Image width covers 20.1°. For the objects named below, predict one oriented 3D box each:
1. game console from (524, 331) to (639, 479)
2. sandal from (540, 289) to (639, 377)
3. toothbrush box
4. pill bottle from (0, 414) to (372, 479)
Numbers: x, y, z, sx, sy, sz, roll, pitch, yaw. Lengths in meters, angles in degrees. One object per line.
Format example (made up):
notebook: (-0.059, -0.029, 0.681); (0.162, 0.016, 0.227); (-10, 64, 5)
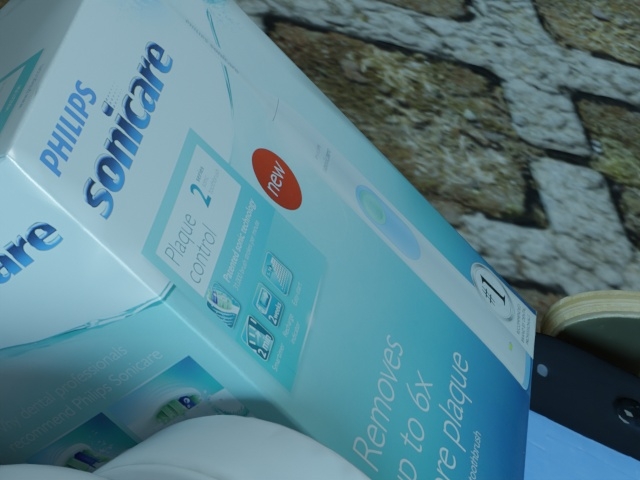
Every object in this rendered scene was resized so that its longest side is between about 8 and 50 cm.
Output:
game console: (0.200, 0.217, 0.882); (0.342, 0.060, 0.386); (22, 35, -3)
sandal: (0.247, 0.048, 1.111); (0.240, 0.088, 0.079); (9, 43, -14)
toothbrush box: (-0.045, 0.030, 0.804); (0.295, 0.126, 0.216); (44, 31, -20)
pill bottle: (-0.126, 0.209, 0.540); (0.229, 0.229, 0.407); (37, 36, 18)
